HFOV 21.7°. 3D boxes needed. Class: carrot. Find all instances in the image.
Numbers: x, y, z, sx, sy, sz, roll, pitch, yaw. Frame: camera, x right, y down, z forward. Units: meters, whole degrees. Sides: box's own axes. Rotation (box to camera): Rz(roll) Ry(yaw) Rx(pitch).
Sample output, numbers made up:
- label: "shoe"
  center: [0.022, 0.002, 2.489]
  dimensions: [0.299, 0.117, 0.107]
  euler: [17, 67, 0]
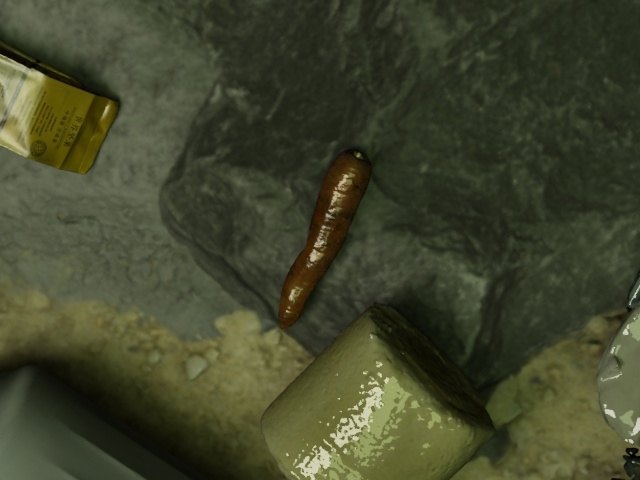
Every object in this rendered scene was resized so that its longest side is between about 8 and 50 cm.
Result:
- label: "carrot"
  center: [0.001, 0.001, 1.359]
  dimensions: [0.035, 0.036, 0.165]
  euler: [20, 107, -7]

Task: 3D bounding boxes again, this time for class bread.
- label: "bread"
  center: [0.047, 0.148, 1.351]
  dimensions: [0.148, 0.134, 0.141]
  euler: [39, 102, -25]

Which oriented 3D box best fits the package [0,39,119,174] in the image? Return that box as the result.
- label: "package"
  center: [-0.230, -0.106, 1.313]
  dimensions: [0.131, 0.047, 0.071]
  euler: [29, 100, -7]

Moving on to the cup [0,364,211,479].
- label: "cup"
  center: [-0.199, 0.296, 1.299]
  dimensions: [0.327, 0.323, 0.237]
  euler: [35, 139, -12]

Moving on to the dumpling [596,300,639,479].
- label: "dumpling"
  center: [0.373, 0.123, 1.337]
  dimensions: [0.293, 0.163, 0.205]
  euler: [16, 114, 2]

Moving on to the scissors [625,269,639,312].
- label: "scissors"
  center: [0.343, -0.091, 1.347]
  dimensions: [0.191, 0.029, 0.360]
  euler: [28, 107, -4]

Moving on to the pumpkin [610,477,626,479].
- label: "pumpkin"
  center: [0.294, 0.380, 1.372]
  dimensions: [0.325, 0.242, 0.232]
  euler: [40, 93, -7]
